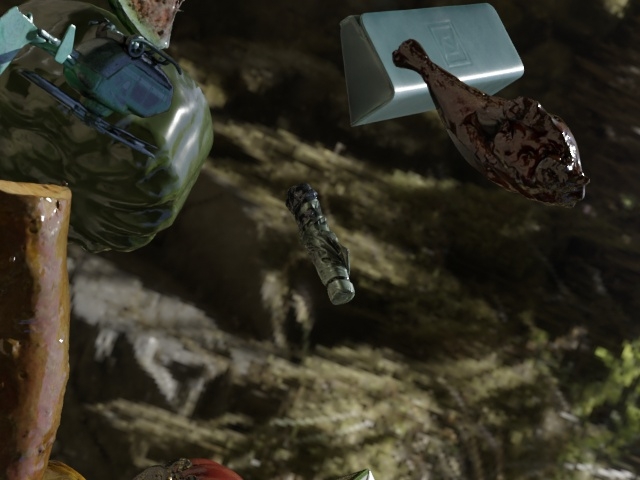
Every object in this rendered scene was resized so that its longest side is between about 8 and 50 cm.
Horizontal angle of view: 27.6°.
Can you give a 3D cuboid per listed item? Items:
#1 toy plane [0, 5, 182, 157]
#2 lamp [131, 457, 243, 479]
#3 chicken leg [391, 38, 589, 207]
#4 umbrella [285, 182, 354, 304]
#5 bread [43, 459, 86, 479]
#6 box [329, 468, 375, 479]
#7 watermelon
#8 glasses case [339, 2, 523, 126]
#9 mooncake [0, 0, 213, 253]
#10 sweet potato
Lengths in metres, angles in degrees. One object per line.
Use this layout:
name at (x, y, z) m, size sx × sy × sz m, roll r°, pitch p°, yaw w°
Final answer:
toy plane at (-0.199, -0.148, 1.138) m, size 0.060 × 0.235 × 0.096 m, roll 28°, pitch -92°, yaw 34°
lamp at (-0.191, 0.418, 1.841) m, size 0.227 × 0.227 × 0.227 m, roll -54°, pitch -158°, yaw 34°
chicken leg at (0.124, -0.083, 0.933) m, size 0.048 × 0.089 × 0.219 m, roll -30°, pitch -145°, yaw -10°
umbrella at (0.000, 0.000, 1.683) m, size 0.050 × 0.046 × 0.188 m, roll -62°, pitch -143°, yaw 40°
bread at (-0.221, 0.338, 1.252) m, size 0.099 × 0.210 × 0.235 m, roll -31°, pitch -142°, yaw -25°
box at (0.002, 0.402, 1.522) m, size 0.148 × 0.194 × 0.177 m, roll -26°, pitch -179°, yaw 37°
watermelon at (-0.170, -0.277, 1.316) m, size 0.071 × 0.139 × 0.187 m, roll -20°, pitch -94°, yaw 58°
glasses case at (0.119, -0.182, 1.307) m, size 0.056 × 0.266 × 0.105 m, roll 0°, pitch -79°, yaw 35°
mooncake at (-0.330, -0.143, 1.743) m, size 0.356 × 0.356 × 0.194 m, roll -42°, pitch -156°, yaw 53°
sweet potato at (-0.271, 0.111, 1.093) m, size 0.131 × 0.131 × 0.336 m, roll -149°, pitch -117°, yaw -72°
